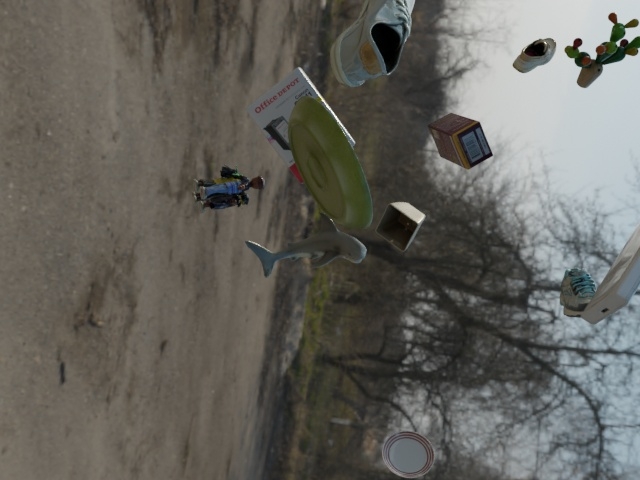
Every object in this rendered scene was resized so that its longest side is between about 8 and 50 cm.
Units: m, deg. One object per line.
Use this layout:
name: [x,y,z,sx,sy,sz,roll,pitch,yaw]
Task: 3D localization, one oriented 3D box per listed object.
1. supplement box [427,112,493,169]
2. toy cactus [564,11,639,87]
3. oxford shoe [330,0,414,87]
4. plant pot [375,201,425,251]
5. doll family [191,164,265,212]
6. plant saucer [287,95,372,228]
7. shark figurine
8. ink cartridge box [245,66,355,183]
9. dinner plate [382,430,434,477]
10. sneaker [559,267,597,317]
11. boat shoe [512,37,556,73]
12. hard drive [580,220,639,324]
supplement box: [0.368,-0.266,1.829,0.104,0.080,0.188,62,-3,-22]
toy cactus: [0.662,-0.445,1.651,0.112,0.219,0.180,58,-24,23]
oxford shoe: [0.165,-0.525,1.673,0.169,0.130,0.449,58,43,-31]
plant pot: [0.246,-0.051,2.034,0.096,0.109,0.109,-29,151,-50]
doll family: [-0.167,-0.090,1.242,0.193,0.111,0.076,-136,-138,-65]
plant saucer: [0.006,-0.119,1.134,0.241,0.037,0.241,57,-15,24]
shark figurine: [-0.016,-0.003,1.585,0.166,0.278,0.116,-45,127,-63]
ink cartridge box: [-0.063,-0.370,2.236,0.306,0.226,0.131,52,7,-8]
dinner plate: [0.235,0.575,1.849,0.141,0.141,0.017,-77,169,-48]
sneaker: [0.748,0.147,1.998,0.283,0.110,0.122,-57,143,-81]
boat shoe: [0.567,-0.491,1.788,0.170,0.063,0.059,-38,162,-31]
hard drive: [0.682,0.030,1.484,0.307,0.040,0.203,-51,167,-15]
